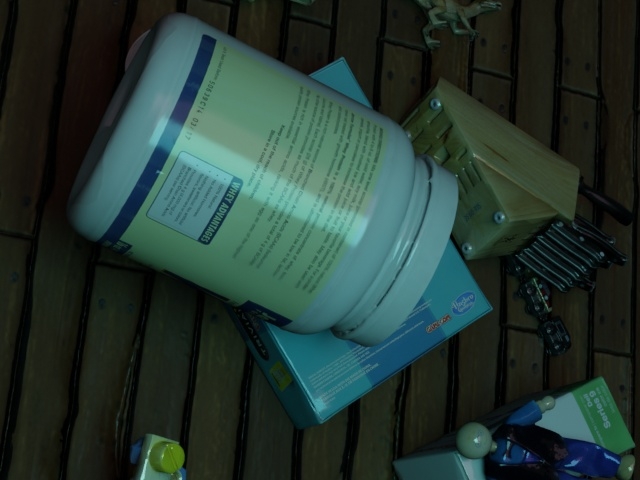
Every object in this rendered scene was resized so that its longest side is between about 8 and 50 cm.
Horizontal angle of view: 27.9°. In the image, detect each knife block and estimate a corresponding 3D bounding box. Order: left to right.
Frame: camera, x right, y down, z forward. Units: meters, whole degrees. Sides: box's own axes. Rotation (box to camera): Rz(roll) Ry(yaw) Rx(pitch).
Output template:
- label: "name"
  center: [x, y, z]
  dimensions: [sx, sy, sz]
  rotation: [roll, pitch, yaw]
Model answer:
- label: "knife block"
  center: [0.250, -0.065, 1.549]
  dimensions: [0.242, 0.088, 0.275]
  rotation: [-8, 62, -41]

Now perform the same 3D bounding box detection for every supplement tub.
- label: "supplement tub"
  center: [-0.055, -0.051, 1.252]
  dimensions: [0.325, 0.235, 0.235]
  rotation: [26, 67, -15]

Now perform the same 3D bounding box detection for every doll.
- label: "doll"
  center: [0.225, 0.222, 1.317]
  dimensions: [0.189, 0.046, 0.129]
  rotation: [16, 80, -12]

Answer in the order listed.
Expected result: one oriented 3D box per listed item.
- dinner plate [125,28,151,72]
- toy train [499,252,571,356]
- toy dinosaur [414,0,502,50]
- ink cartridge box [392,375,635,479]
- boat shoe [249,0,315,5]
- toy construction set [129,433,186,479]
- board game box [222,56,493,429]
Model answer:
- label: "dinner plate"
  center: [-0.147, -0.190, 1.439]
  dimensions: [0.141, 0.017, 0.141]
  rotation: [6, 60, -10]
- label: "toy train"
  center: [0.262, 0.064, 1.560]
  dimensions: [0.036, 0.027, 0.158]
  rotation: [-25, 87, -29]
- label: "toy dinosaur"
  center: [0.142, -0.290, 1.601]
  dimensions: [0.183, 0.053, 0.092]
  rotation: [14, 56, -27]
- label: "ink cartridge box"
  center: [0.210, 0.237, 1.420]
  dimensions: [0.212, 0.154, 0.093]
  rotation: [-23, 86, -26]
- label: "boat shoe"
  center: [-0.082, -0.308, 1.497]
  dimensions: [0.170, 0.063, 0.059]
  rotation: [24, 70, -6]
- label: "toy construction set"
  center: [-0.200, 0.361, 1.214]
  dimensions: [0.327, 0.151, 0.215]
  rotation: [-47, 121, -19]
- label: "board game box"
  center: [0.000, 0.000, 1.436]
  dimensions: [0.254, 0.079, 0.336]
  rotation: [-30, 89, -26]
